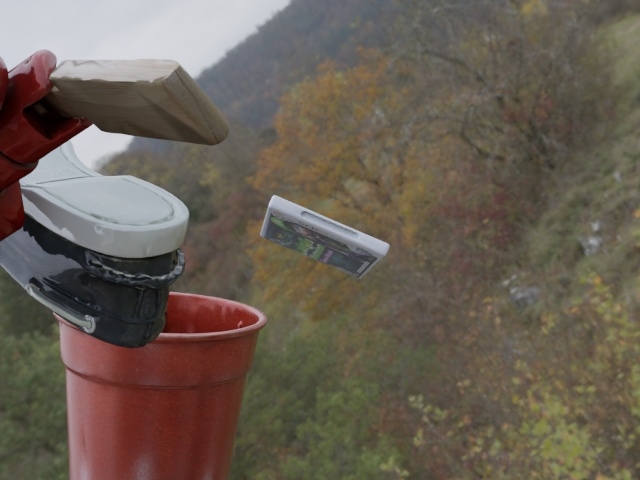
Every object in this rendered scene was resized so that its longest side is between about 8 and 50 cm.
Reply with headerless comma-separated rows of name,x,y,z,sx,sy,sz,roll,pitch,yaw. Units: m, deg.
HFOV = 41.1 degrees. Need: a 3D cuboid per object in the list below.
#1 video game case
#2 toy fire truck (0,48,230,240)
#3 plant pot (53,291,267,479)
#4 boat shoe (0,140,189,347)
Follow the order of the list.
video game case,0.000,0.000,1.236,0.190,0.173,0.022,122,171,-76
toy fire truck,-0.190,-0.073,0.410,0.246,0.158,0.217,-29,-31,14
plant pot,-0.216,0.220,1.117,0.272,0.265,0.272,5,7,-1
boat shoe,-0.208,-0.021,0.609,0.114,0.091,0.302,-7,26,-41
